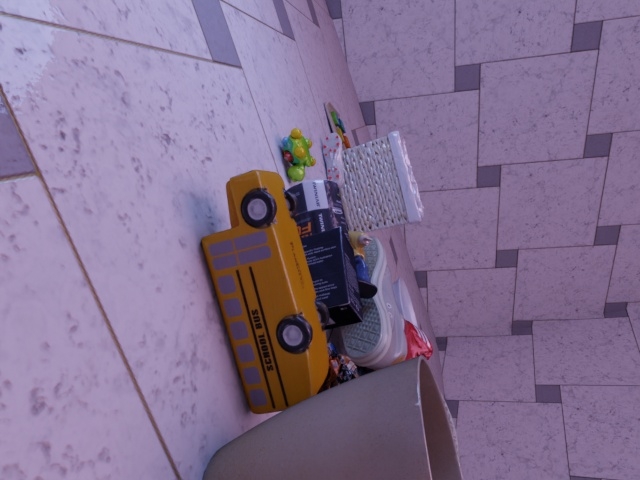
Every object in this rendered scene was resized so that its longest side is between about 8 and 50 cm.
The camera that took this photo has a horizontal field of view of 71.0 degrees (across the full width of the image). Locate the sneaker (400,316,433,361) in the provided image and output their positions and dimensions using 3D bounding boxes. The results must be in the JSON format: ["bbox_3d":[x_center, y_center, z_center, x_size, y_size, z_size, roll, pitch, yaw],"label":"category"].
[{"bbox_3d":[0.225,0.297,1.111,0.128,0.087,0.221,25,51,-13],"label":"sneaker"}]

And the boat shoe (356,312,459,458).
[{"bbox_3d":[0.211,0.428,1.174,0.186,0.156,0.501,-1,60,-33],"label":"boat shoe"}]

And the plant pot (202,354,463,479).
[{"bbox_3d":[0.013,0.286,0.514,0.256,0.273,0.257,-15,90,-73],"label":"plant pot"}]

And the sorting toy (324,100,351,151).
[{"bbox_3d":[0.078,-0.443,1.824,0.193,0.038,0.209,12,65,-72],"label":"sorting toy"}]

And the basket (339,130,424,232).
[{"bbox_3d":[0.222,-0.201,1.679,0.328,0.266,0.332,-27,101,-74],"label":"basket"}]

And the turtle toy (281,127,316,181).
[{"bbox_3d":[-0.057,-0.208,1.101,0.095,0.066,0.130,25,53,-67],"label":"turtle toy"}]

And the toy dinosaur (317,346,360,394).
[{"bbox_3d":[0.040,0.286,0.860,0.321,0.164,0.219,19,38,-46],"label":"toy dinosaur"}]

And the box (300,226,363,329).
[{"bbox_3d":[-0.014,0.079,0.823,0.093,0.155,0.158,54,26,-53],"label":"box"}]

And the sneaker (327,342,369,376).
[{"bbox_3d":[0.067,0.296,1.028,0.058,0.084,0.152,-54,127,-70],"label":"sneaker"}]

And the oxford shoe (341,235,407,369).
[{"bbox_3d":[0.128,0.154,1.154,0.130,0.169,0.449,43,25,-27],"label":"oxford shoe"}]

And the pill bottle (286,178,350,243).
[{"bbox_3d":[0.000,0.000,0.989,0.130,0.130,0.246,31,46,-68],"label":"pill bottle"}]

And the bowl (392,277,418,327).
[{"bbox_3d":[0.259,0.290,1.595,0.298,0.134,0.298,-16,90,-74],"label":"bowl"}]

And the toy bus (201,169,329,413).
[{"bbox_3d":[-0.077,0.071,0.664,0.108,0.130,0.333,-23,98,-73],"label":"toy bus"}]

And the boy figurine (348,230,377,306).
[{"bbox_3d":[0.060,0.038,1.121,0.092,0.177,0.285,26,30,-32],"label":"boy figurine"}]

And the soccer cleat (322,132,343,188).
[{"bbox_3d":[0.046,-0.270,1.524,0.076,0.068,0.197,48,37,-67],"label":"soccer cleat"}]
